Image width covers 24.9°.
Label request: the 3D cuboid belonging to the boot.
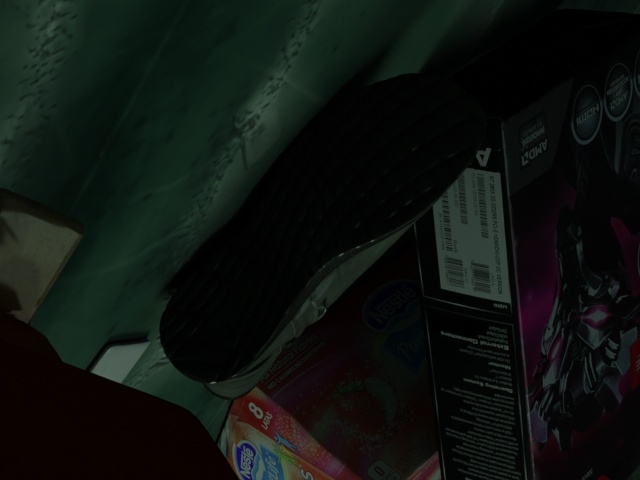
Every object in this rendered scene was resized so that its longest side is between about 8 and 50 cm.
[{"bbox_3d":[0.000,0.000,0.919,0.246,0.083,0.161,-43,171,-1],"label":"boot"}]

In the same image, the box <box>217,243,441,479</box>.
[{"bbox_3d":[0.069,0.120,1.219,0.300,0.154,0.142,-35,158,-38],"label":"box"}]

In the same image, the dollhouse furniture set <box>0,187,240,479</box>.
[{"bbox_3d":[-0.115,0.038,0.389,0.259,0.262,0.135,26,104,-42],"label":"dollhouse furniture set"}]

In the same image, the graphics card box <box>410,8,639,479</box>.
[{"bbox_3d":[0.174,0.035,1.088,0.233,0.094,0.370,-33,123,-43],"label":"graphics card box"}]

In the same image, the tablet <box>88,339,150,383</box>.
[{"bbox_3d":[-0.136,0.093,0.864,0.083,0.006,0.054,-52,164,12],"label":"tablet"}]
